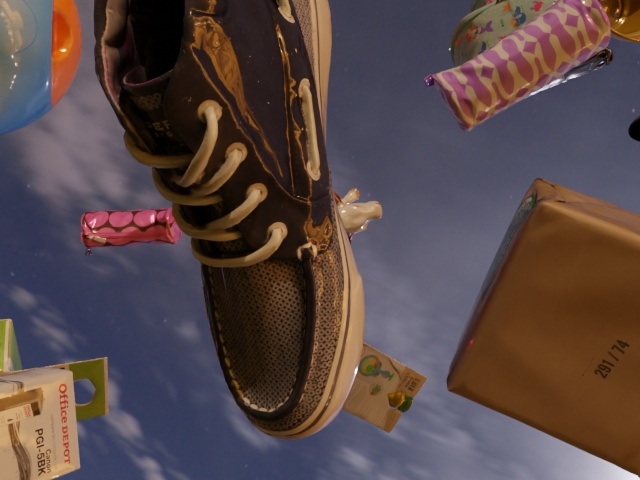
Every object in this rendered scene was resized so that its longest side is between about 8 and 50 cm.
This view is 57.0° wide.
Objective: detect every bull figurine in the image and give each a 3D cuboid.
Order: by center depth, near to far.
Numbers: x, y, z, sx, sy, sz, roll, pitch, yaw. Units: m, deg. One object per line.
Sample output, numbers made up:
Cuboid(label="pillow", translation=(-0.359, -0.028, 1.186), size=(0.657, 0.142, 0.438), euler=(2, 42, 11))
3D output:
Cuboid(label="bull figurine", translation=(0.000, 0.000, 1.062), size=(0.310, 0.188, 0.101), euler=(-40, -96, 33))

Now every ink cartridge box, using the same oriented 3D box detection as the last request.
Cuboid(label="ink cartridge box", translation=(-0.294, 0.177, 0.531), size=(0.056, 0.135, 0.099), euler=(-6, -91, 36))
Cuboid(label="ink cartridge box", translation=(-0.463, 0.209, 0.900), size=(0.189, 0.255, 0.097), euler=(109, -32, -44))

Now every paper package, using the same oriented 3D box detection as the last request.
Cuboid(label="paper package", translation=(0.385, 0.120, 0.857), size=(0.309, 0.168, 0.325), euler=(22, -67, 8))

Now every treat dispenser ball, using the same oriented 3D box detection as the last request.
Cuboid(label="treat dispenser ball", translation=(-0.470, -0.282, 0.778), size=(0.288, 0.288, 0.288), euler=(15, -53, 20))

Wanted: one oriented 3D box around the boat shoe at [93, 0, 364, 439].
Cuboid(label="boat shoe", translation=(-0.062, -0.033, 0.370), size=(0.127, 0.158, 0.341), euler=(-8, -94, 27))

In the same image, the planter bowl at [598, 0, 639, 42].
Cuboid(label="planter bowl", translation=(0.425, -0.369, 0.852), size=(0.217, 0.217, 0.090), euler=(44, -14, -4))

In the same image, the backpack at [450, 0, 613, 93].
Cuboid(label="backpack", translation=(0.367, -0.362, 1.079), size=(0.253, 0.225, 0.191), euler=(-27, -115, 18))

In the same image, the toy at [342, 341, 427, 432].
Cuboid(label="toy", translation=(0.077, 0.265, 1.149), size=(0.237, 0.056, 0.137), euler=(32, -85, -18))

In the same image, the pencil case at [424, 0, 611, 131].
Cuboid(label="pencil case", translation=(0.232, -0.214, 0.693), size=(0.206, 0.086, 0.088), euler=(-32, -105, 8))

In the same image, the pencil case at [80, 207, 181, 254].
Cuboid(label="pencil case", translation=(-0.417, -0.023, 1.304), size=(0.209, 0.098, 0.095), euler=(-5, -80, -4))

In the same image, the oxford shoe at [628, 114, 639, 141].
Cuboid(label="oxford shoe", translation=(0.590, -0.175, 0.924), size=(0.227, 0.096, 0.083), euler=(11, -56, 68))
